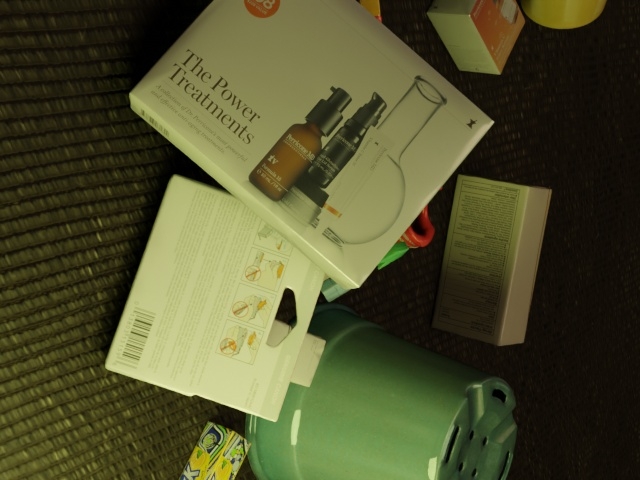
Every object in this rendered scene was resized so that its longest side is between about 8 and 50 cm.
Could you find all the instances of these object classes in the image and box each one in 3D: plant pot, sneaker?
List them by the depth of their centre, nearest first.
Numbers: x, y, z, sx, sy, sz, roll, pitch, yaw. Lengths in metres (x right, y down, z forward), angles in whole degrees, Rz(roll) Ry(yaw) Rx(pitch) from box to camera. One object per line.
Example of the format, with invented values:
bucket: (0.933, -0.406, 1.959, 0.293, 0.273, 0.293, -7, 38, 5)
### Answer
plant pot: (0.115, 0.300, 1.758, 0.341, 0.334, 0.341, -21, 117, -49)
sneaker: (0.152, -0.116, 1.854, 0.107, 0.118, 0.279, -36, 128, -42)
plant pot: (0.469, -0.544, 2.054, 0.254, 0.254, 0.239, -52, 152, -29)

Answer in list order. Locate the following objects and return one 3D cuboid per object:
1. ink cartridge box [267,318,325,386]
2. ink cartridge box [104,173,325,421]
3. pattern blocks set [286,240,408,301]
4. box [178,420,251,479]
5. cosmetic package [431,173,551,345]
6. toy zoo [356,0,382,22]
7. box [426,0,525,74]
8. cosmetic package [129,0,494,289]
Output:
ink cartridge box: (-0.105, 0.144, 1.577, 0.191, 0.140, 0.082, 31, 75, -53)
ink cartridge box: (-0.130, 0.077, 1.456, 0.060, 0.239, 0.275, 129, -20, -82)
pattern blocks set: (0.039, -0.006, 1.674, 0.285, 0.026, 0.325, -35, 152, 9)
box: (-0.173, 0.363, 1.629, 0.059, 0.054, 0.169, 47, 63, -49)
cosmetic package: (0.332, 0.035, 2.108, 0.113, 0.160, 0.309, 1, 101, -54)
toy zoo: (0.062, -0.348, 1.633, 0.192, 0.030, 0.293, -106, -173, -63)
box: (0.284, -0.404, 1.963, 0.170, 0.091, 0.130, 47, 63, -49)
cosmetic package: (-0.011, -0.164, 1.401, 0.377, 0.097, 0.284, 40, 79, -4)
